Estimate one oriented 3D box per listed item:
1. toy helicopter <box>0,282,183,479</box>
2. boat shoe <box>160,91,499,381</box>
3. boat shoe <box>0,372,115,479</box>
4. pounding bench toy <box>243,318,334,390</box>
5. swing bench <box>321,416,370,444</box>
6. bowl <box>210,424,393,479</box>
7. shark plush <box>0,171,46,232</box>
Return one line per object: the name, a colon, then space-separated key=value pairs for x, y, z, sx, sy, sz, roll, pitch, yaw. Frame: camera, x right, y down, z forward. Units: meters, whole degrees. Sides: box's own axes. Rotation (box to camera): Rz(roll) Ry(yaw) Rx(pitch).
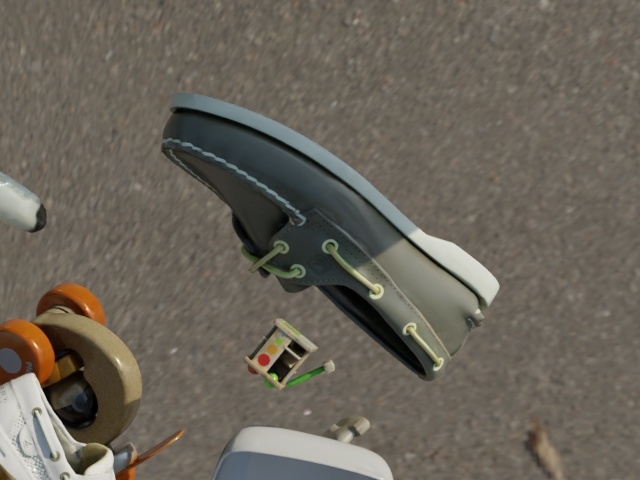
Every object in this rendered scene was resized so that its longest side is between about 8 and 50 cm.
toy helicopter: x=-0.316 y=0.241 z=1.805 sx=0.235 sy=0.355 sz=0.140 roll=38 pitch=31 yaw=6
boat shoe: x=0.002 y=0.001 z=1.079 sx=0.305 sy=0.109 sz=0.091 roll=34 pitch=79 yaw=-32
boat shoe: x=-0.261 y=0.258 z=1.620 sx=0.096 sy=0.098 sz=0.277 roll=-32 pitch=117 yaw=-1
pounding bench toy: x=-0.034 y=0.136 z=1.647 sx=0.083 sy=0.052 sz=0.065 roll=39 pitch=92 yaw=6
swing bench: x=0.000 y=0.369 z=1.637 sx=0.253 sy=0.165 sz=0.254 roll=-39 pitch=94 yaw=-27
bowl: x=-0.018 y=0.200 z=1.175 sx=0.142 sy=0.142 sz=0.053 roll=13 pitch=38 yaw=-4
shark plush: x=-0.177 y=-0.031 z=0.572 sx=0.073 sy=0.067 sz=0.161 roll=-58 pitch=135 yaw=-31
